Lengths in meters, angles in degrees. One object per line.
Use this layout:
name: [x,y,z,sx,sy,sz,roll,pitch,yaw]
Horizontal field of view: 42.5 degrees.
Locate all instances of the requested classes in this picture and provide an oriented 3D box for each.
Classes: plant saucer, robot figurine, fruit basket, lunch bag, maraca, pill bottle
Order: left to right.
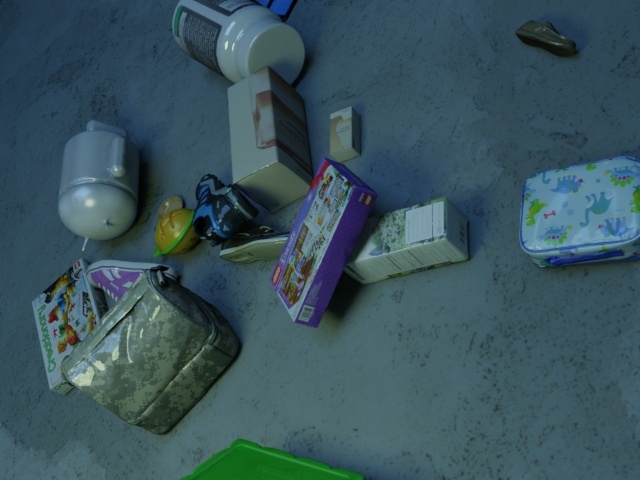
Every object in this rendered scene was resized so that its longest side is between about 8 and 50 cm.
robot figurine: [-0.577,-0.147,2.155,0.300,0.200,0.353,-45,40,45]
lunch bag: [-0.363,0.223,1.743,0.305,0.256,0.212,-46,47,5]
plant saucer: [-0.378,-0.073,2.091,0.083,0.015,0.083,-19,53,27]
maraca: [-0.352,-0.016,1.988,0.185,0.099,0.127,-24,32,54]
pill bottle: [-0.210,-0.512,2.095,0.204,0.204,0.361,-52,47,-1]
fruit basket: [-0.073,0.565,1.381,0.392,0.283,0.392,16,117,34]
lunch bag: [0.453,-0.041,1.409,0.219,0.090,0.176,-10,58,32]

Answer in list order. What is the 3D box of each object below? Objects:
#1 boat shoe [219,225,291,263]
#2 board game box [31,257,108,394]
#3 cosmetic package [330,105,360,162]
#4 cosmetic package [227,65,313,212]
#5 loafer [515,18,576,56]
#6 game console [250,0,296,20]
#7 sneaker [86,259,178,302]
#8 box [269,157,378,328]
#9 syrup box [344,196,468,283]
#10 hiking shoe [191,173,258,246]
boat shoe: [-0.128,-0.002,1.819,0.233,0.084,0.079,-7,59,38]
board game box: [-0.625,0.212,2.081,0.193,0.053,0.305,-40,48,11]
cosmetic package: [0.055,-0.238,1.851,0.060,0.041,0.115,-18,55,27]
cosmetic package: [-0.117,-0.235,1.903,0.129,0.153,0.296,-25,54,24]
loafer: [0.454,-0.411,1.647,0.148,0.056,0.050,37,95,43]
game console: [-0.128,-0.673,2.215,0.144,0.124,0.085,-64,21,-12]
sneaker: [-0.482,0.135,1.991,0.282,0.102,0.161,0,68,36]
box: [0.000,0.000,1.639,0.293,0.057,0.201,-66,25,14]
syrup box: [0.159,0.004,1.595,0.237,0.096,0.093,-16,55,31]
hiking shoe: [-0.251,-0.069,1.868,0.132,0.113,0.304,-45,19,-9]
